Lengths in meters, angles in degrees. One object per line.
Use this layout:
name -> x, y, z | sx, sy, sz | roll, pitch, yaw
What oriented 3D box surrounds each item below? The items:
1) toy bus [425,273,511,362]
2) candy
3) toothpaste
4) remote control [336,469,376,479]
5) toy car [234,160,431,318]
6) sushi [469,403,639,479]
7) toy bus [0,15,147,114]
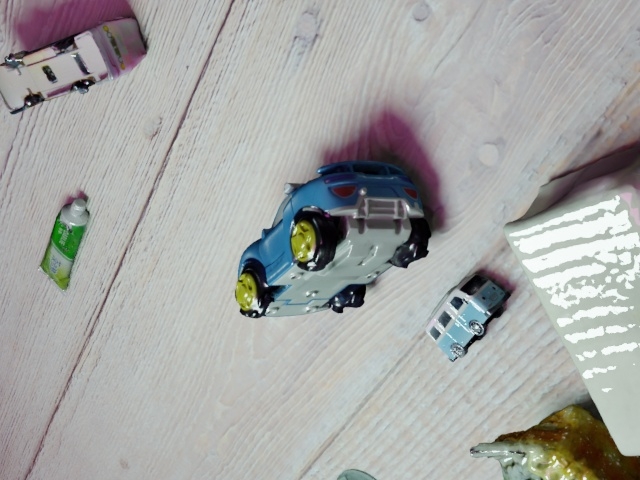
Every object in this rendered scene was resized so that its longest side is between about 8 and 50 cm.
toy bus -> 0.196, 0.100, 1.446 | 0.075, 0.060, 0.123 | 42, 138, 13
candy -> 0.382, 0.077, 1.223 | 0.208, 0.145, 0.359 | -19, 104, 44
toothpaste -> -0.458, 0.007, 1.911 | 0.078, 0.047, 0.248 | 44, 137, 9
remote control -> 0.119, 0.475, 1.762 | 0.247, 0.052, 0.104 | 35, 132, 19
toy car -> 0.000, 0.000, 1.459 | 0.314, 0.198, 0.166 | -42, 55, 49
sushi -> 0.340, 0.326, 1.425 | 0.274, 0.139, 0.184 | 47, 137, -2
toy bus -> -0.384, -0.268, 1.621 | 0.274, 0.112, 0.090 | -7, 113, 41
